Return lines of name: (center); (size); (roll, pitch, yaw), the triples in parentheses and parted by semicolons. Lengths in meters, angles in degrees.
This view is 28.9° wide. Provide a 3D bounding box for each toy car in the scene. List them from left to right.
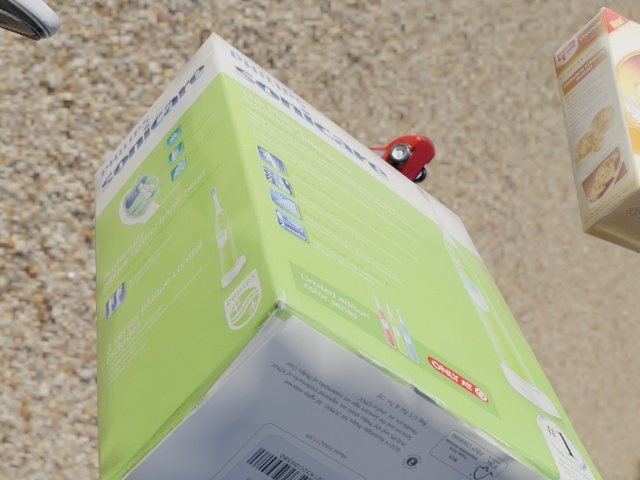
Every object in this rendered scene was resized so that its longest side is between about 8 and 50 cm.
toy car: (0.000, 0.000, 1.236); (0.225, 0.053, 0.239); (-15, 133, -47)

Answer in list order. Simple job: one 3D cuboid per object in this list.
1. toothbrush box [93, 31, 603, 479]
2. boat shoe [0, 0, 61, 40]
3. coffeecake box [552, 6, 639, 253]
toothbrush box: (0.001, 0.043, 0.638); (0.206, 0.122, 0.283); (34, 20, -27)
boat shoe: (-0.241, -0.163, 0.823); (0.040, 0.142, 0.049); (-62, 176, -14)
coffeecake box: (0.270, -0.076, 0.990); (0.142, 0.068, 0.185); (19, 50, -26)
